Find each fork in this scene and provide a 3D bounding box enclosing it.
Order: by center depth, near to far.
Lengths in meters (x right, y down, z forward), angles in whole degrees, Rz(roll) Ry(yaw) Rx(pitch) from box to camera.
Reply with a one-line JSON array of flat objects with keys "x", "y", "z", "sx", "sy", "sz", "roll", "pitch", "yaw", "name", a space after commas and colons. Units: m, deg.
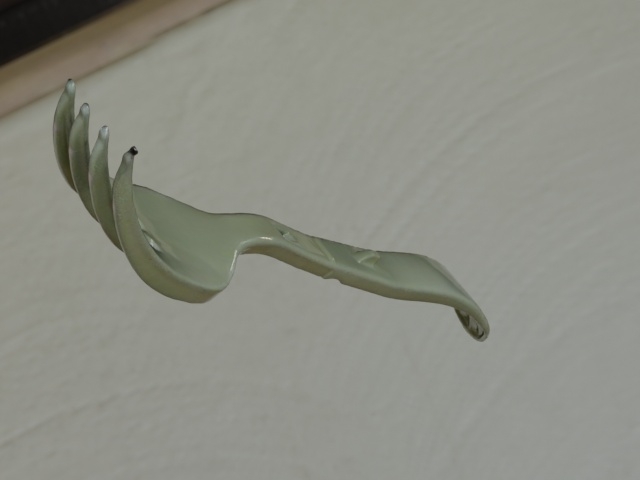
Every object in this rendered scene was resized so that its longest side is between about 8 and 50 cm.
[{"x": -0.004, "y": 0.005, "z": 0.410, "sx": 0.028, "sy": 0.034, "sz": 0.219, "roll": -52, "pitch": -27, "yaw": 7, "name": "fork"}]
